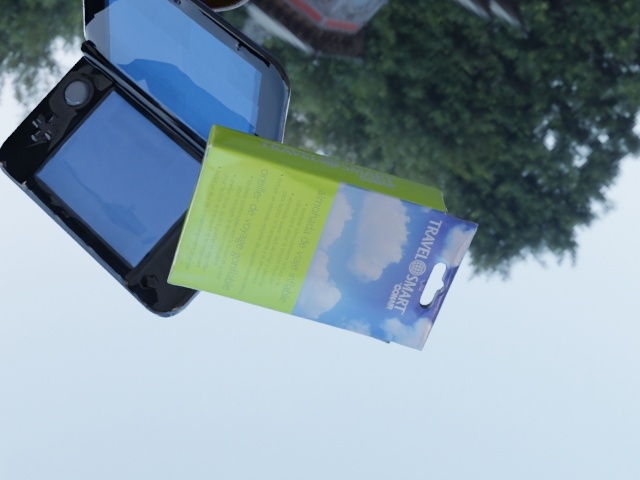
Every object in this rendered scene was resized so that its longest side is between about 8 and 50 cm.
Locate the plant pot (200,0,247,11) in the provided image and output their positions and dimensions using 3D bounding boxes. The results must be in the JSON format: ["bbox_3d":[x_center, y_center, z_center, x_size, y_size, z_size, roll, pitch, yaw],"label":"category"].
[{"bbox_3d":[-0.148,-0.425,1.395,0.167,0.167,0.165,28,-121,-28],"label":"plant pot"}]

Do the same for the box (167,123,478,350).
[{"bbox_3d":[0.000,0.000,0.687,0.178,0.109,0.042,16,-153,-9],"label":"box"}]

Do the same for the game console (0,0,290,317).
[{"bbox_3d":[-0.189,-0.115,1.025,0.293,0.250,0.173,40,175,23],"label":"game console"}]
